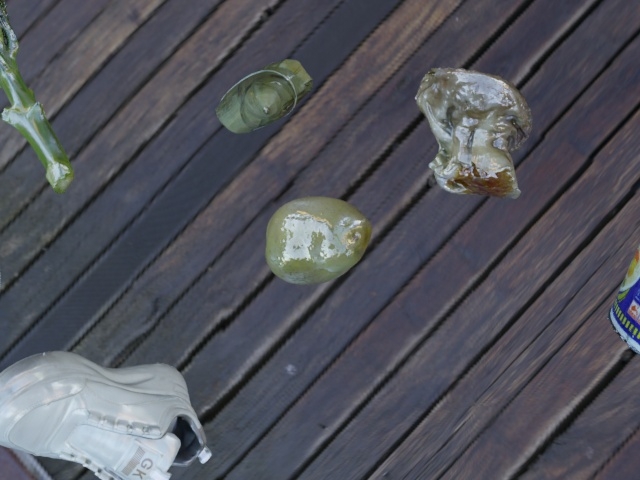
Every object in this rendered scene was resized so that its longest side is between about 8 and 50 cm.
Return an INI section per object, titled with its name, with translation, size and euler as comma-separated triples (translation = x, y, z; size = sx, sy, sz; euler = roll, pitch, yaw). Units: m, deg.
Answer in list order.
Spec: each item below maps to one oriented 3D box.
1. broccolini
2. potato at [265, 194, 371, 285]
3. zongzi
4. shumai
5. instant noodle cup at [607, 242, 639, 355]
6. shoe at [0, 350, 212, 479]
[broccolini]
translation = -0.260, -0.137, 0.776
size = 0.058, 0.067, 0.216
euler = -42, 67, 17
[potato]
translation = 0.000, 0.000, 1.467
size = 0.157, 0.194, 0.157
euler = 2, 87, -34
[zongzi]
translation = -0.069, -0.121, 0.856
size = 0.104, 0.113, 0.052
euler = -29, 108, 32
[shumai]
translation = 0.197, -0.136, 1.196
size = 0.161, 0.209, 0.153
euler = 11, 82, 2
[instant noodle cup]
translation = 0.631, 0.043, 1.485
size = 0.284, 0.284, 0.312
euler = 29, 120, 13
[shoe]
translation = -0.237, 0.222, 1.034
size = 0.159, 0.316, 0.124
euler = 44, 107, 27
